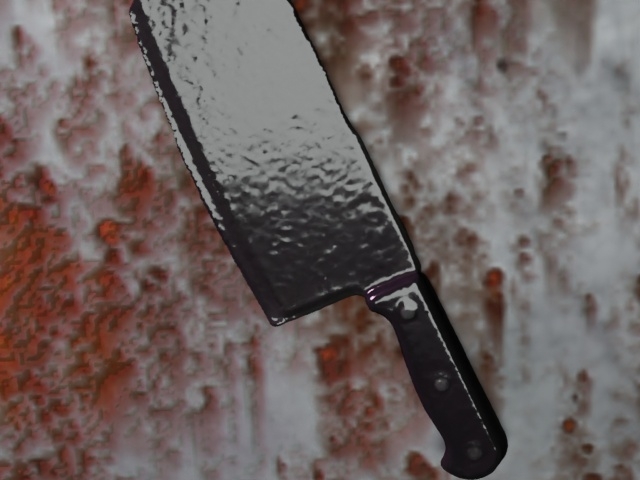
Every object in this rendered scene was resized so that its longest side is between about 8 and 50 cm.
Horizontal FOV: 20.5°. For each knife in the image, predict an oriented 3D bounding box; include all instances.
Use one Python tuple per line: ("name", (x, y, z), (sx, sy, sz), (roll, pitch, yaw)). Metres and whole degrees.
("knife", (0.000, 0.000, 0.725), (0.072, 0.019, 0.245), (-25, 103, 13))
